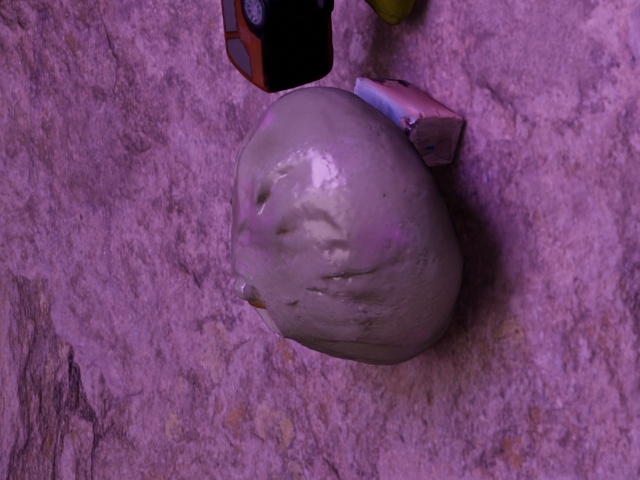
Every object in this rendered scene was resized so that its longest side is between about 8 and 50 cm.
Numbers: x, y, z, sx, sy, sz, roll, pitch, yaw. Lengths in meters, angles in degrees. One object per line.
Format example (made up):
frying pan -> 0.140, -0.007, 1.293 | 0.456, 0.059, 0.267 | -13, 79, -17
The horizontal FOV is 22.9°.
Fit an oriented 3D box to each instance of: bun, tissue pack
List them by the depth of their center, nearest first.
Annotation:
bun -> 0.000, 0.000, 1.493 | 0.283, 0.179, 0.283 | 44, 151, 33
tissue pack -> 0.081, -0.114, 1.517 | 0.094, 0.074, 0.059 | 38, 122, 40

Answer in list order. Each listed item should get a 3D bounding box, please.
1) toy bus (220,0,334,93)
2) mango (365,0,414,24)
toy bus -> -0.050, -0.339, 1.430 | 0.092, 0.093, 0.409 | 29, 130, 49
mango -> 0.046, -0.286, 1.549 | 0.165, 0.074, 0.091 | 59, 142, 11
